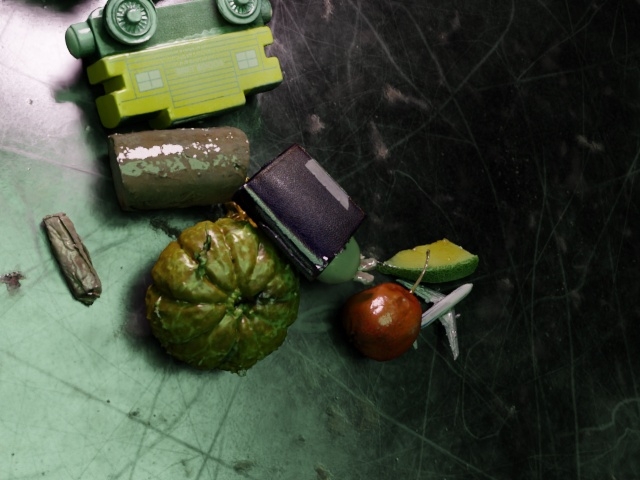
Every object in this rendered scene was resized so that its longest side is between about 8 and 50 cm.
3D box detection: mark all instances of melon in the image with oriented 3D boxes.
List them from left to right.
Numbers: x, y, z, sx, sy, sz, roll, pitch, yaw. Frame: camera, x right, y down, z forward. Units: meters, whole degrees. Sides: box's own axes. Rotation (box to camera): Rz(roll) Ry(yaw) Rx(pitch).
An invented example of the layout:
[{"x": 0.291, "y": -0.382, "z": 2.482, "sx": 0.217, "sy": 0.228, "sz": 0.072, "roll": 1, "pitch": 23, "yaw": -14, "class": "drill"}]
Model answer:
[{"x": 0.246, "y": 0.044, "z": 1.793, "sx": 0.262, "sy": 0.053, "sz": 0.114, "roll": -5, "pitch": 57, "yaw": -25, "class": "melon"}]

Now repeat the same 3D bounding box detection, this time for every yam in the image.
[{"x": -0.281, "y": -0.141, "z": 1.508, "sx": 0.268, "sy": 0.161, "sz": 0.161, "roll": -8, "pitch": 81, "yaw": -30, "class": "yam"}]

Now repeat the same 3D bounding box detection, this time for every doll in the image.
[{"x": -0.010, "y": 0.004, "z": 1.584, "sx": 0.275, "sy": 0.113, "sz": 0.154, "roll": 38, "pitch": 40, "yaw": -17, "class": "doll"}]

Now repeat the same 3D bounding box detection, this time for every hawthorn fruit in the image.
[{"x": 0.174, "y": 0.137, "z": 1.677, "sx": 0.285, "sy": 0.165, "sz": 0.165, "roll": -39, "pitch": 97, "yaw": -29, "class": "hawthorn fruit"}]

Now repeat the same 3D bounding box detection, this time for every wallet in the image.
[{"x": -0.034, "y": -0.062, "z": 1.480, "sx": 0.221, "sy": 0.071, "sz": 0.262, "roll": 45, "pitch": 37, "yaw": -2, "class": "wallet"}]

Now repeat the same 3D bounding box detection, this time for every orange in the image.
[{"x": -0.179, "y": 0.098, "z": 1.461, "sx": 0.301, "sy": 0.223, "sz": 0.300, "roll": 12, "pitch": 99, "yaw": -27, "class": "orange"}]

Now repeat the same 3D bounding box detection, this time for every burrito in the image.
[{"x": -0.460, "y": 0.033, "z": 1.437, "sx": 0.058, "sy": 0.045, "sz": 0.188, "roll": -24, "pitch": 92, "yaw": -5, "class": "burrito"}]

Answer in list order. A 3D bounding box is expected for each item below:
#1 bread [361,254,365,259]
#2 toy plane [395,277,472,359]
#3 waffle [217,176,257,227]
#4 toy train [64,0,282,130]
[{"x": 0.052, "y": 0.042, "z": 1.705, "sx": 0.083, "sy": 0.035, "sz": 0.070, "roll": -44, "pitch": 98, "yaw": -26, "class": "bread"}, {"x": 0.271, "y": 0.161, "z": 1.775, "sx": 0.226, "sy": 0.058, "sz": 0.226, "roll": -31, "pitch": 81, "yaw": -34, "class": "toy plane"}, {"x": -0.105, "y": -0.029, "z": 1.634, "sx": 0.229, "sy": 0.051, "sz": 0.231, "roll": 17, "pitch": 70, "yaw": -20, "class": "waffle"}, {"x": -0.275, "y": -0.370, "z": 1.548, "sx": 0.442, "sy": 0.179, "sz": 0.272, "roll": -20, "pitch": 103, "yaw": -29, "class": "toy train"}]
